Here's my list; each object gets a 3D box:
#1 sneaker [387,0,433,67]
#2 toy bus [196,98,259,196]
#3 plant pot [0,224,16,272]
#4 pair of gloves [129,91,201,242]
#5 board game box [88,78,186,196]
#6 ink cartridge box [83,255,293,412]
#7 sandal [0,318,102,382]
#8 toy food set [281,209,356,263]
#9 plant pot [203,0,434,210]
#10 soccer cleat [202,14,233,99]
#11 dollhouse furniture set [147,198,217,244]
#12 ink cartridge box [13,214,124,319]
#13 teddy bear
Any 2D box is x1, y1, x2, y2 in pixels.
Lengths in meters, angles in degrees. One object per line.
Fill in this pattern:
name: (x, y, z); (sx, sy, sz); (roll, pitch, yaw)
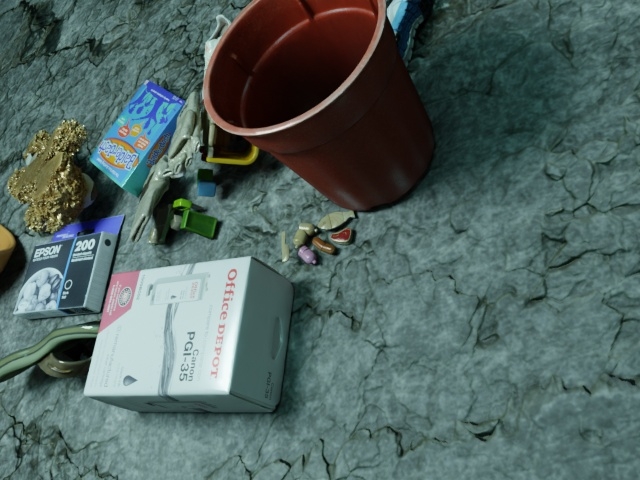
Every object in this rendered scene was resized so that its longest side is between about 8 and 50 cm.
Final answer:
sneaker: (0.124, -0.369, 1.096); (0.083, 0.071, 0.191); (14, 74, 43)
toy bus: (-0.157, -0.191, 1.155); (0.104, 0.191, 0.202); (4, 61, -13)
plant pot: (-0.813, 0.051, 1.353); (0.291, 0.290, 0.204); (32, 101, 39)
pair of gloves: (-0.268, -0.128, 1.170); (0.240, 0.042, 0.204); (-54, 24, 25)
board game box: (-0.362, -0.211, 1.334); (0.160, 0.047, 0.210); (33, 87, 39)
ink cartridge box: (-0.198, 0.146, 0.997); (0.283, 0.117, 0.207); (-8, 62, 29)
sandal: (-0.441, 0.202, 1.145); (0.302, 0.120, 0.086); (-24, 83, 22)
toy food set: (0.000, 0.000, 1.012); (0.122, 0.019, 0.078); (-14, 56, 16)
plant pot: (0.024, -0.190, 0.932); (0.272, 0.265, 0.273); (-16, 56, 25)
soccer cleat: (-0.202, -0.347, 1.284); (0.068, 0.076, 0.196); (-2, 65, 32)
dollhouse furniture set: (-0.248, -0.028, 1.181); (0.151, 0.058, 0.076); (-8, 66, 52)
ink cartridge box: (-0.491, 0.046, 1.285); (0.206, 0.045, 0.208); (-9, 61, 29)
teddy bear: (-0.551, -0.126, 1.364); (0.338, 0.113, 0.245); (-1, 68, 48)
